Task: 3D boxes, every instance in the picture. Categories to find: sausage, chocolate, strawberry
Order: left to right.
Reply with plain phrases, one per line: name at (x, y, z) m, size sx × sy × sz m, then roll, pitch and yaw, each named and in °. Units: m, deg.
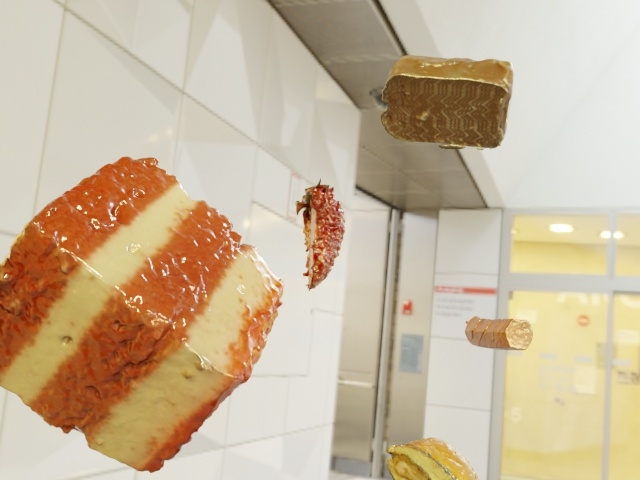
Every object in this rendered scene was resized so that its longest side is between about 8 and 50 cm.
strawberry at (0.005, -0.002, 1.400) m, size 0.086 × 0.208 × 0.167 m, roll 0°, pitch -13°, yaw -11°
chocolate at (0.214, -0.240, 1.237) m, size 0.213 × 0.093 × 0.148 m, roll 10°, pitch -43°, yaw 14°
sausage at (0.324, 0.173, 1.362) m, size 0.065 × 0.065 × 0.169 m, roll 8°, pitch -8°, yaw -17°

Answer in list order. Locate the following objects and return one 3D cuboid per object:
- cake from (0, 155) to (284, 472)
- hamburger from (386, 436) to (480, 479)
cake at (-0.249, 0.098, 0.977) m, size 0.319 × 0.269 × 0.270 m, roll 40°, pitch 30°, yaw -6°
hamburger at (0.196, 0.358, 1.132) m, size 0.176 × 0.087 × 0.102 m, roll 32°, pitch 38°, yaw 29°
